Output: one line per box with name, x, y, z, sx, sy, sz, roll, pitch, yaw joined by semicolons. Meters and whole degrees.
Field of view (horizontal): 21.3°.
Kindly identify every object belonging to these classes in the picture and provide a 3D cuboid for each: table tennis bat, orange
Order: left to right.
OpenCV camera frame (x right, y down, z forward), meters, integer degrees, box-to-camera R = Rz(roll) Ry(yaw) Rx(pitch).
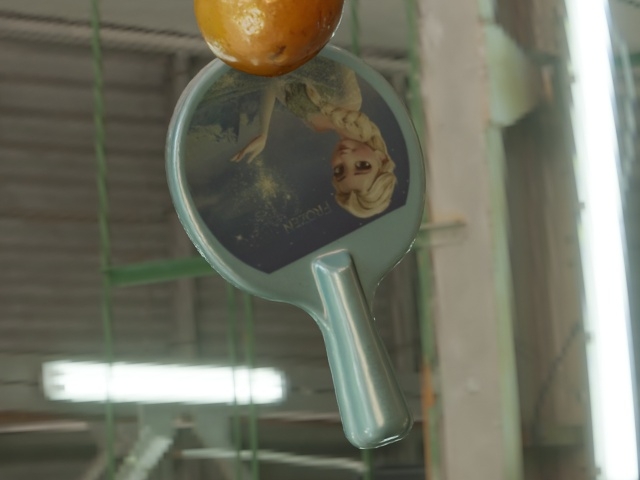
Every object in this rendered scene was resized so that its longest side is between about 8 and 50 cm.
orange;-0.027;-0.124;0.864;0.070;0.083;0.083;38;-126;-27
table tennis bat;0.000;0.000;0.948;0.149;0.038;0.237;-14;-96;-21
